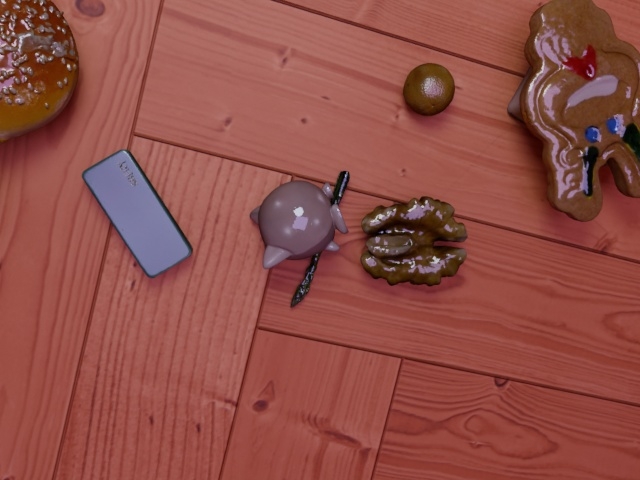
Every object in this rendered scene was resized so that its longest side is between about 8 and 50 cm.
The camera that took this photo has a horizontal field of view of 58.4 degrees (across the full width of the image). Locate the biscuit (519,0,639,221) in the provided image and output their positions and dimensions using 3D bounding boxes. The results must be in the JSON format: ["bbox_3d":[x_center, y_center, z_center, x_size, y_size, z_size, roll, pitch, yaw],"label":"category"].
[{"bbox_3d":[0.406,-0.202,0.866,0.202,0.047,0.333,-20,98,-6],"label":"biscuit"}]

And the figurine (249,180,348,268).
[{"bbox_3d":[-0.035,-0.026,0.852,0.138,0.125,0.125,-27,99,5],"label":"figurine"}]

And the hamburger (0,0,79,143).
[{"bbox_3d":[-0.437,-0.240,0.752,0.237,0.147,0.236,-1,96,-12],"label":"hamburger"}]

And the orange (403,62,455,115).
[{"bbox_3d":[0.167,-0.234,0.885,0.085,0.085,0.085,-1,95,-9],"label":"orange"}]

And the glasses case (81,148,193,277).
[{"bbox_3d":[-0.269,-0.039,0.850,0.078,0.039,0.184,-32,99,-5],"label":"glasses case"}]

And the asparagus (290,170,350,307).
[{"bbox_3d":[0.000,0.000,0.904,0.023,0.022,0.232,22,92,18],"label":"asparagus"}]

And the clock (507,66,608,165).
[{"bbox_3d":[0.420,-0.223,0.926,0.192,0.071,0.146,29,90,-10],"label":"clock"}]

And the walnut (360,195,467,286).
[{"bbox_3d":[0.144,0.000,0.905,0.170,0.069,0.142,2,96,-8],"label":"walnut"}]
